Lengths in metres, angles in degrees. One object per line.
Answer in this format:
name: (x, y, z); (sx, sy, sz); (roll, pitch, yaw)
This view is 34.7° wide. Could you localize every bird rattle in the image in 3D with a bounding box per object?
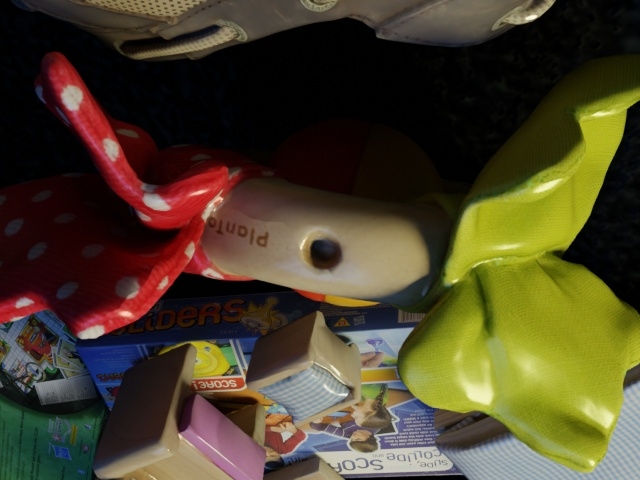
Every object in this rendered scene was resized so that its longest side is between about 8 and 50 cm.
bird rattle: (0.000, 0.000, 0.407); (0.254, 0.207, 0.143); (1, 97, 7)

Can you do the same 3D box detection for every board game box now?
board game box: (-0.198, 0.082, 0.660); (0.136, 0.030, 0.259); (18, 130, -1)
board game box: (-0.023, 0.088, 0.594); (0.201, 0.035, 0.136); (-4, 133, 11)

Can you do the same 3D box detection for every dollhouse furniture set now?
dollhouse furniture set: (0.088, 0.166, 0.494); (0.303, 0.198, 0.286); (-25, 126, 26)

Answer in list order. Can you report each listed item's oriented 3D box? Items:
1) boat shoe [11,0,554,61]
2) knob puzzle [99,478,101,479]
boat shoe: (0.034, -0.138, 0.320); (0.355, 0.132, 0.130); (-3, 153, 30)
knob puzzle: (-0.101, 0.192, 0.756); (0.213, 0.030, 0.213); (8, 128, 11)
